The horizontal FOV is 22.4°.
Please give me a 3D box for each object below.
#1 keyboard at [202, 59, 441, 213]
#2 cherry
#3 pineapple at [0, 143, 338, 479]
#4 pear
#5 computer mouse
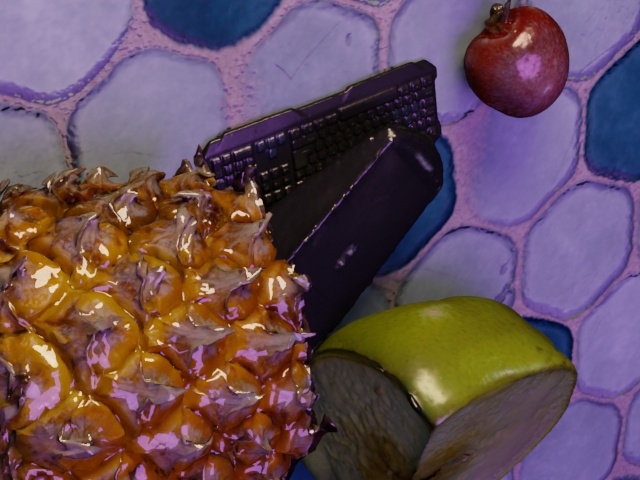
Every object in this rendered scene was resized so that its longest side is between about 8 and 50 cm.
[{"bbox_3d":[0.006,-0.092,1.569,0.262,0.016,0.106,-23,127,-22],"label":"keyboard"},{"bbox_3d":[0.178,-0.202,1.570,0.107,0.090,0.225,-31,134,2],"label":"cherry"},{"bbox_3d":[-0.184,0.096,1.355,0.300,0.352,0.352,-5,119,-28],"label":"pineapple"},{"bbox_3d":[0.132,0.149,1.679,0.281,0.176,0.286,-23,150,-29],"label":"pear"},{"bbox_3d":[-0.004,-0.002,1.560,0.295,0.087,0.168,-49,152,-1],"label":"computer mouse"}]
